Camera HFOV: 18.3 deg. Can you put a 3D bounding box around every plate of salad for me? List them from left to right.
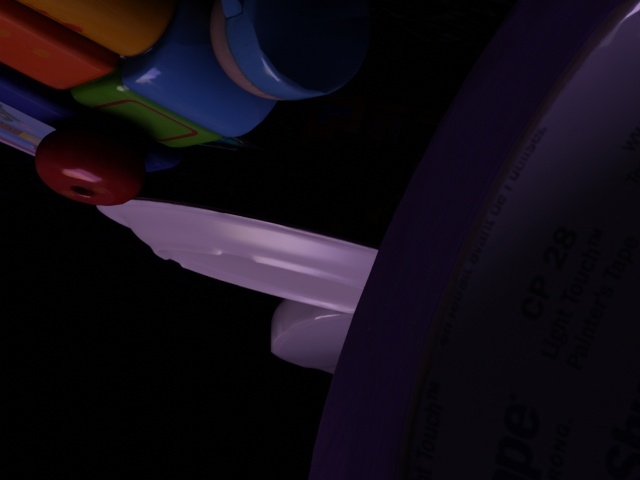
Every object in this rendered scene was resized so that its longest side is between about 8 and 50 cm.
[{"bbox_3d":[0.000,0.000,0.878,0.200,0.048,0.200,13,174,1],"label":"plate of salad"}]

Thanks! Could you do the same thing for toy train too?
[{"bbox_3d":[-0.111,-0.104,0.668,0.248,0.105,0.143,27,159,-35],"label":"toy train"}]

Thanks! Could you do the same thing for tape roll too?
[{"bbox_3d":[0.103,0.030,0.382,0.090,0.274,0.275,24,170,-22],"label":"tape roll"}]

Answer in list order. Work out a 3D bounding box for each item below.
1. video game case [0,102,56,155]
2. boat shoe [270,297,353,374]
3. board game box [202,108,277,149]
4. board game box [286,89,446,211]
[{"bbox_3d":[-0.173,-0.091,0.924,0.204,0.025,0.285,23,171,-15],"label":"video game case"},{"bbox_3d":[0.030,0.026,1.143,0.096,0.088,0.267,-6,171,12],"label":"boat shoe"},{"bbox_3d":[-0.126,-0.095,0.956,0.126,0.026,0.186,11,167,45],"label":"board game box"},{"bbox_3d":[0.087,-0.008,0.929,0.141,0.048,0.170,16,170,34],"label":"board game box"}]
